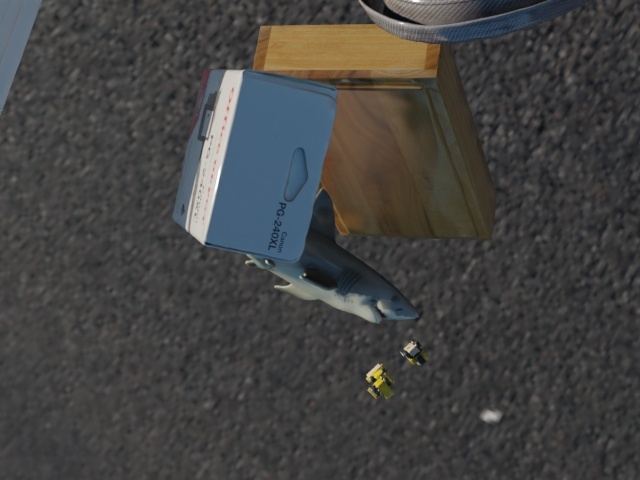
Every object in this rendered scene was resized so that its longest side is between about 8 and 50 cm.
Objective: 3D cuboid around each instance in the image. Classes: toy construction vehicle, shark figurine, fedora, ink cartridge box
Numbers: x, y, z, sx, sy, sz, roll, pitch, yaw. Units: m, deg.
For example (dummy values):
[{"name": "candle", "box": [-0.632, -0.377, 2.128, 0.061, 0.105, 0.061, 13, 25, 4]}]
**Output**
[{"name": "toy construction vehicle", "box": [0.095, 0.163, 1.759, 0.035, 0.086, 0.098, 47, 174, -5]}, {"name": "shark figurine", "box": [-0.026, -0.012, 1.493, 0.278, 0.116, 0.166, 34, 165, -37]}, {"name": "fedora", "box": [0.148, -0.278, 1.229, 0.244, 0.275, 0.124, 18, 133, 44]}, {"name": "ink cartridge box", "box": [-0.045, -0.052, 0.904, 0.063, 0.109, 0.150, 12, -176, -14]}]

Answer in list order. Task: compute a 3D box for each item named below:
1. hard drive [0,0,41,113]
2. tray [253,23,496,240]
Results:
[{"name": "hard drive", "box": [-0.225, -0.102, 0.591, 0.047, 0.233, 0.353, 19, 179, 14]}, {"name": "tray", "box": [0.078, -0.114, 1.684, 0.203, 0.076, 0.411, 1, 155, 16]}]
